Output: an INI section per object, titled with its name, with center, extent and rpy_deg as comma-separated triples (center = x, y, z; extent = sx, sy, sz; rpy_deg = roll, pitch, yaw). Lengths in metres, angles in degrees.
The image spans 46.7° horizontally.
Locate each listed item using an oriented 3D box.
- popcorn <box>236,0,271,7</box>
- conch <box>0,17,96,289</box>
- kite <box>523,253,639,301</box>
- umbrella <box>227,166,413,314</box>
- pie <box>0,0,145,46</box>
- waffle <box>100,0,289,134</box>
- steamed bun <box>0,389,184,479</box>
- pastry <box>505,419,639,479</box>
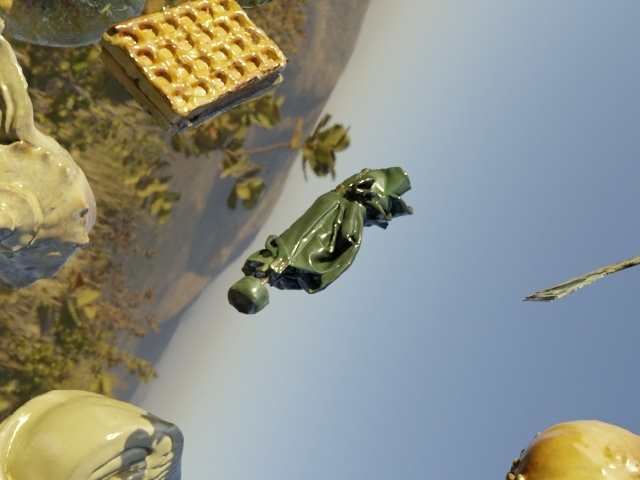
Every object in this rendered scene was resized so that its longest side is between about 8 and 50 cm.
[popcorn]
center = -0.089, -0.408, 0.884
extent = 0.237, 0.206, 0.251
rpy_deg = -35, -135, 17
[conch]
center = -0.404, -0.106, 0.850
extent = 0.352, 0.210, 0.296
rpy_deg = 29, -54, 45
[kite]
center = 0.549, 0.071, 1.494
extent = 0.406, 0.014, 0.368
rpy_deg = -16, 172, -39
[umbrella]
center = -0.001, 0.002, 1.038
extent = 0.143, 0.094, 0.349
rpy_deg = -15, -160, 44
[pie]
center = -0.453, -0.474, 1.241
extent = 0.337, 0.338, 0.075
rpy_deg = -63, -153, -2
[waffle]
center = -0.106, -0.157, 0.647
extent = 0.148, 0.102, 0.042
rpy_deg = -37, 174, -43
[steamed bun]
center = -0.392, 0.379, 1.131
extent = 0.342, 0.255, 0.367
rpy_deg = -28, 147, -53
[pastry]
center = 0.417, 0.482, 1.150
extent = 0.245, 0.409, 0.409
rpy_deg = -11, -140, 36
